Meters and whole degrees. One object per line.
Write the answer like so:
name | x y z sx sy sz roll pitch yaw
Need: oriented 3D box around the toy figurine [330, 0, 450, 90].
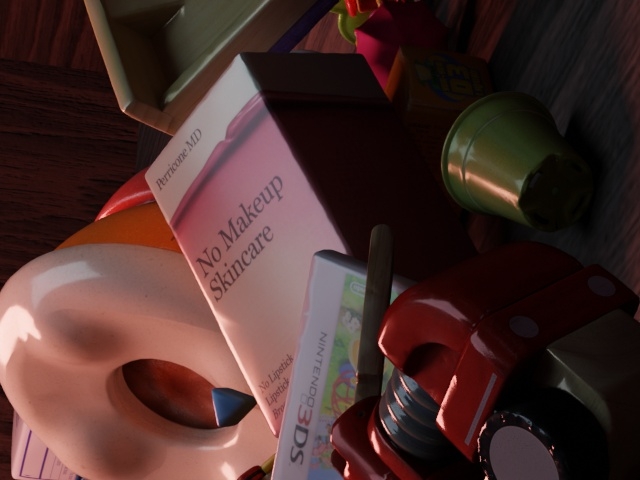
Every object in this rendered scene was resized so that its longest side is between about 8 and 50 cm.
toy figurine | 0.057 -0.173 1.420 0.173 0.130 0.159 77 178 -51

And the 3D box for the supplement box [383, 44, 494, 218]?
supplement box | 0.067 -0.036 1.316 0.078 0.080 0.233 -96 16 -46

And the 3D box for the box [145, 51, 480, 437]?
box | 0.000 0.000 1.194 0.148 0.127 0.232 -48 60 37

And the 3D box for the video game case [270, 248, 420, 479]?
video game case | 0.063 0.128 1.041 0.212 0.023 0.193 21 108 35

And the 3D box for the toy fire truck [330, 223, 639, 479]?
toy fire truck | 0.071 0.073 0.898 0.246 0.158 0.217 43 137 28

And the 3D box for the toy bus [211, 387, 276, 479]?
toy bus | 0.022 0.183 1.311 0.104 0.202 0.191 7 -92 -67

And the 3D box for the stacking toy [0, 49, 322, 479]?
stacking toy | -0.060 -0.005 1.579 0.350 0.350 0.480 111 -178 -50

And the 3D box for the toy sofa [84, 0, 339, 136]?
toy sofa | 0.007 -0.224 1.258 0.362 0.177 0.150 -43 47 23

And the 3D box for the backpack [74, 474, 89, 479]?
backpack | -0.147 0.329 1.675 0.355 0.290 0.273 153 117 -88

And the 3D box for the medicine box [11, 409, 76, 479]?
medicine box | -0.191 0.168 1.905 0.263 0.289 0.149 117 155 -59

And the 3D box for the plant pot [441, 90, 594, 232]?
plant pot | 0.128 -0.041 1.046 0.079 0.083 0.083 -134 51 -60
